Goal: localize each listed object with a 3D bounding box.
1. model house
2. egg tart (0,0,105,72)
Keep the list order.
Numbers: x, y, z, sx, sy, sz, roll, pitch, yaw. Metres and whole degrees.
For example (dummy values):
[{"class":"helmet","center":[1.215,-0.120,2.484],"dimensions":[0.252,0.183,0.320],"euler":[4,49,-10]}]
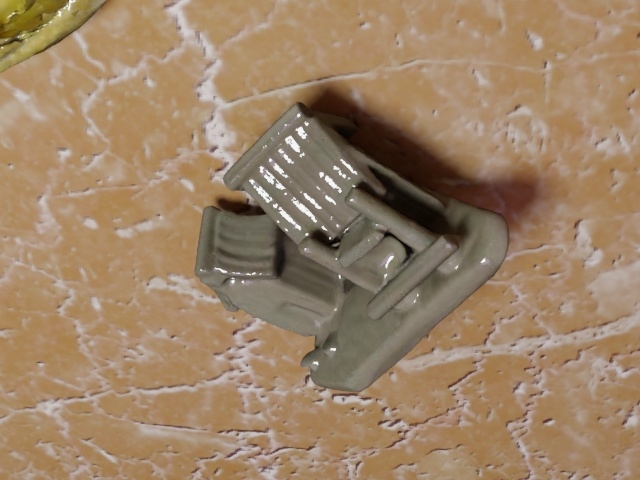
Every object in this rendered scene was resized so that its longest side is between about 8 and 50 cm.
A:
[{"class":"model house","center":[0.005,-0.002,0.869],"dimensions":[0.188,0.122,0.229],"euler":[33,128,-17]},{"class":"egg tart","center":[-0.266,-0.216,0.730],"dimensions":[0.291,0.107,0.290],"euler":[2,129,3]}]
